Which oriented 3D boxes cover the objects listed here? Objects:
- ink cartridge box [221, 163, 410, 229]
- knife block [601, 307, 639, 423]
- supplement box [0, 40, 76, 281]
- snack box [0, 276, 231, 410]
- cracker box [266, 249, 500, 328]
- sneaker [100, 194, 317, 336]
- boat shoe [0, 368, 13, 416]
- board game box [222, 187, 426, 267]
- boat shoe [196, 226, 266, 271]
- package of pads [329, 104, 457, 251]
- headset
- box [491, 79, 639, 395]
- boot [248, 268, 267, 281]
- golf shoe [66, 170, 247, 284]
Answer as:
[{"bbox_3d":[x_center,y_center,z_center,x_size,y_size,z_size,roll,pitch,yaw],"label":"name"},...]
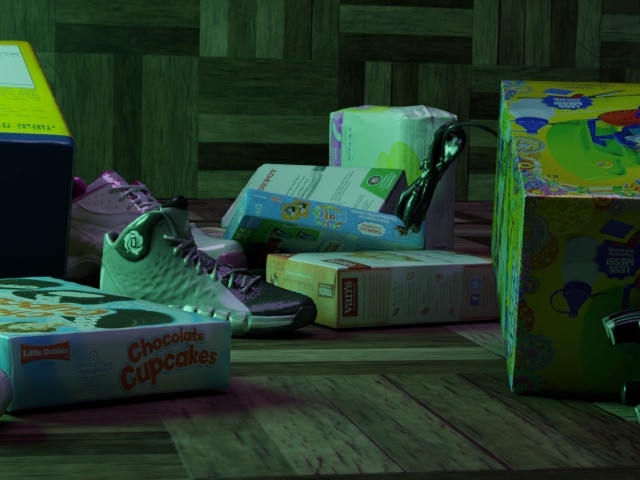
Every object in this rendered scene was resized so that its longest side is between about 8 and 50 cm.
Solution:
[{"bbox_3d":[-0.003,-0.024,1.966,0.208,0.087,0.153,4,37,25],"label":"ink cartridge box"},{"bbox_3d":[0.355,0.088,1.106,0.276,0.088,0.242,-4,8,-42],"label":"knife block"},{"bbox_3d":[-0.410,-0.089,1.740,0.194,0.195,0.356,0,25,-19],"label":"supplement box"},{"bbox_3d":[-0.236,0.077,1.237,0.187,0.060,0.322,-3,7,-36],"label":"snack box"},{"bbox_3d":[0.077,0.048,1.610,0.232,0.067,0.156,-2,6,-30],"label":"cracker box"},{"bbox_3d":[-0.115,0.022,1.481,0.229,0.132,0.086,2,5,12],"label":"sneaker"},{"bbox_3d":[-0.301,0.095,1.031,0.184,0.066,0.063,0,-5,-1],"label":"boat shoe"},{"bbox_3d":[0.000,0.000,1.773,0.211,0.039,0.160,9,-21,-10],"label":"board game box"},{"bbox_3d":[-0.112,0.024,1.873,0.190,0.068,0.072,2,17,10],"label":"boat shoe"},{"bbox_3d":[0.100,-0.080,2.151,0.101,0.229,0.296,-1,6,-19],"label":"package of pads"},{"bbox_3d":[0.278,-0.003,1.634,0.394,0.185,0.243,33,7,19],"label":"headset"},{"bbox_3d":[0.299,-0.008,1.270,0.290,0.177,0.279,1,25,2],"label":"box"},{"bbox_3d":[-0.069,0.048,1.766,0.106,0.037,0.114,0,3,-21],"label":"boot"},{"bbox_3d":[-0.222,-0.012,1.786,0.306,0.140,0.115,3,3,31],"label":"golf shoe"}]
